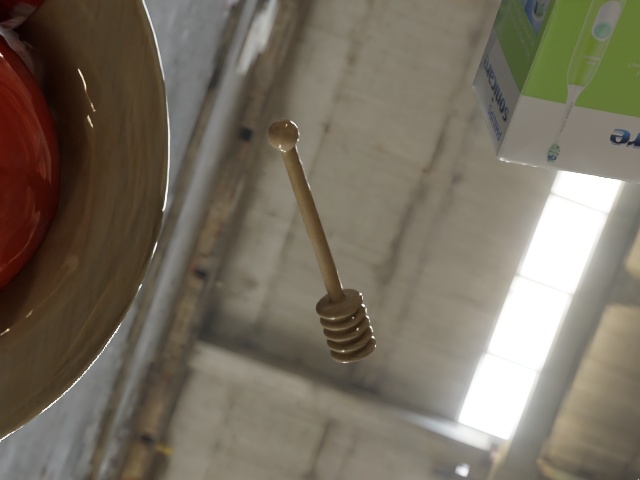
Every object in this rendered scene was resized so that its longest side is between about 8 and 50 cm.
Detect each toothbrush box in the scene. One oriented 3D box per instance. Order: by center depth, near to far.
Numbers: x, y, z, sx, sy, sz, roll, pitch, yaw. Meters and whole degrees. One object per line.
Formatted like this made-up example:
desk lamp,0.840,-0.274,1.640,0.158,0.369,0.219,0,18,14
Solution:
toothbrush box,0.259,-0.190,1.077,0.122,0.206,0.283,-100,-159,-55

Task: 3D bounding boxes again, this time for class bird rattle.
bird rattle,-0.114,-0.048,0.335,0.253,0.143,0.207,-42,121,-42

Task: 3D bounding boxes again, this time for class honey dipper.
honey dipper,0.000,0.000,0.851,0.030,0.030,0.161,-71,149,-57
